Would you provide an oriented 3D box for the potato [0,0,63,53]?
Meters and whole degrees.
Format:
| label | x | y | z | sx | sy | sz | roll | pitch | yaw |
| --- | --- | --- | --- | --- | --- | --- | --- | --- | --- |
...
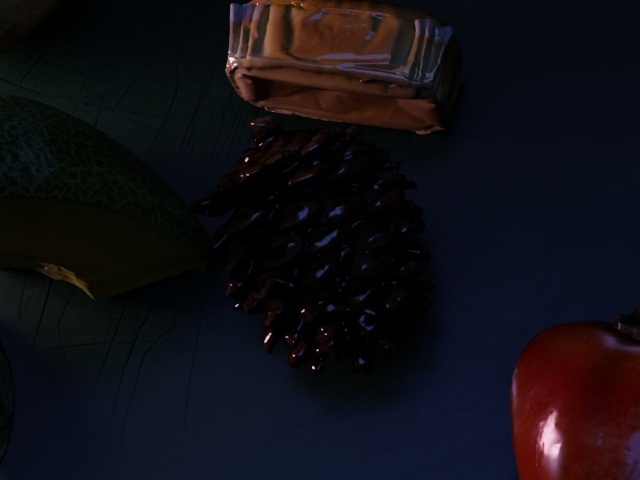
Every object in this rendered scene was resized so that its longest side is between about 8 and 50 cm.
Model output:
| label | x | y | z | sx | sy | sz | roll | pitch | yaw |
| --- | --- | --- | --- | --- | --- | --- | --- | --- | --- |
| potato | -0.369 | -0.326 | 1.875 | 0.307 | 0.173 | 0.210 | -46 | 50 | -5 |

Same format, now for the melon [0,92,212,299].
| label | x | y | z | sx | sy | sz | roll | pitch | yaw |
| --- | --- | --- | --- | --- | --- | --- | --- | --- | --- |
| melon | -0.306 | -0.043 | 1.680 | 0.331 | 0.343 | 0.226 | 33 | 83 | 16 |

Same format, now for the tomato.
| label | x | y | z | sx | sy | sz | roll | pitch | yaw |
| --- | --- | --- | --- | --- | --- | --- | --- | --- | --- |
| tomato | 0.312 | 0.207 | 1.496 | 0.293 | 0.325 | 0.290 | -2 | 96 | -1 |

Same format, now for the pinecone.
| label | x | y | z | sx | sy | sz | roll | pitch | yaw |
| --- | --- | --- | --- | --- | --- | --- | --- | --- | --- |
| pinecone | 0.000 | 0.000 | 1.679 | 0.224 | 0.224 | 0.272 | -30 | 92 | -2 |

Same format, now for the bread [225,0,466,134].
| label | x | y | z | sx | sy | sz | roll | pitch | yaw |
| --- | --- | --- | --- | --- | --- | --- | --- | --- | --- |
| bread | 0.026 | -0.189 | 1.781 | 0.241 | 0.136 | 0.107 | 9 | 72 | 14 |

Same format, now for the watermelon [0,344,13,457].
| label | x | y | z | sx | sy | sz | roll | pitch | yaw |
| --- | --- | --- | --- | --- | --- | --- | --- | --- | --- |
| watermelon | -0.401 | 0.154 | 1.767 | 0.139 | 0.071 | 0.187 | -17 | 69 | 8 |
